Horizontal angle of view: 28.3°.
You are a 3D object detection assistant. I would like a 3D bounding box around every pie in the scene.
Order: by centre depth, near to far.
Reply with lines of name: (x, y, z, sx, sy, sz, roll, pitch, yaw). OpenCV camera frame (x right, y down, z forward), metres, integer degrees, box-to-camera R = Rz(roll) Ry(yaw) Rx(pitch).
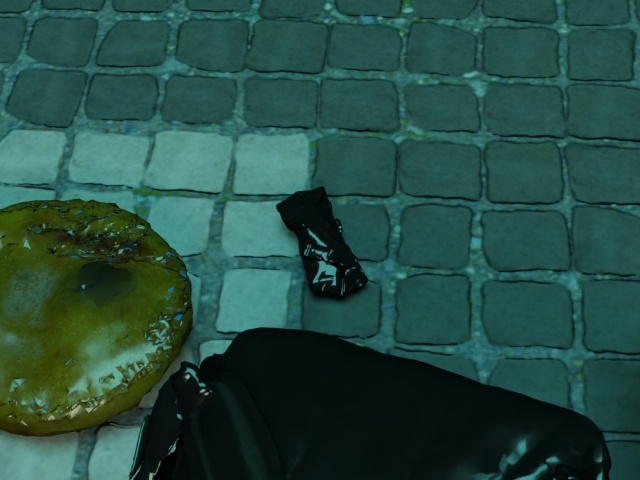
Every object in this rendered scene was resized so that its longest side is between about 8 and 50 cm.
pie: (-0.239, 0.058, 1.130, 0.273, 0.069, 0.273, -1, 53, 1)

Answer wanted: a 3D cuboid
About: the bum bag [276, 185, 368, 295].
bum bag: (0.000, 0.001, 1.182, 0.057, 0.034, 0.124, -11, 53, -17)

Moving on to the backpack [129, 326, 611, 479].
backpack: (0.005, 0.275, 0.846, 0.363, 0.255, 0.446, 11, 57, 19)
